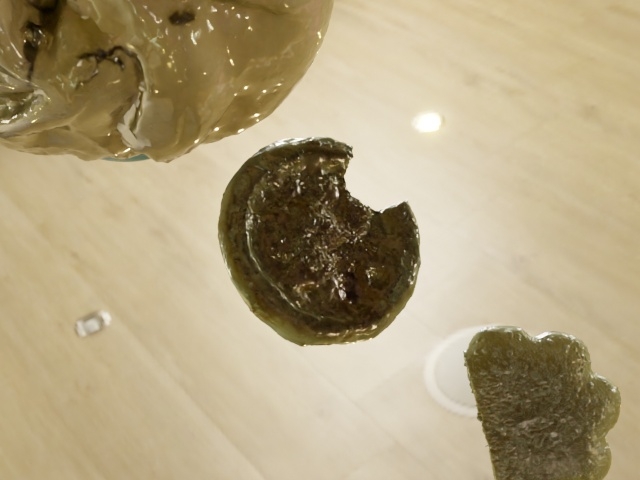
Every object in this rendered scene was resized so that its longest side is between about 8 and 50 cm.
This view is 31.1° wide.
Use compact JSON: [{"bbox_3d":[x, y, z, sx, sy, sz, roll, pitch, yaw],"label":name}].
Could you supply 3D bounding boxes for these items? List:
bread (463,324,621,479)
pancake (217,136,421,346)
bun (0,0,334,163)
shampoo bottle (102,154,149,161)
[{"bbox_3d":[0.321,0.243,1.615,0.207,0.286,0.056,-18,-173,4],"label":"bread"},{"bbox_3d":[0.000,0.000,1.267,0.254,0.037,0.253,9,-115,-20],"label":"pancake"},{"bbox_3d":[-0.115,-0.118,0.503,0.237,0.210,0.116,-15,-152,32],"label":"bun"},{"bbox_3d":[-0.268,-0.329,1.692,0.331,0.331,0.342,-4,-148,15],"label":"shampoo bottle"}]
